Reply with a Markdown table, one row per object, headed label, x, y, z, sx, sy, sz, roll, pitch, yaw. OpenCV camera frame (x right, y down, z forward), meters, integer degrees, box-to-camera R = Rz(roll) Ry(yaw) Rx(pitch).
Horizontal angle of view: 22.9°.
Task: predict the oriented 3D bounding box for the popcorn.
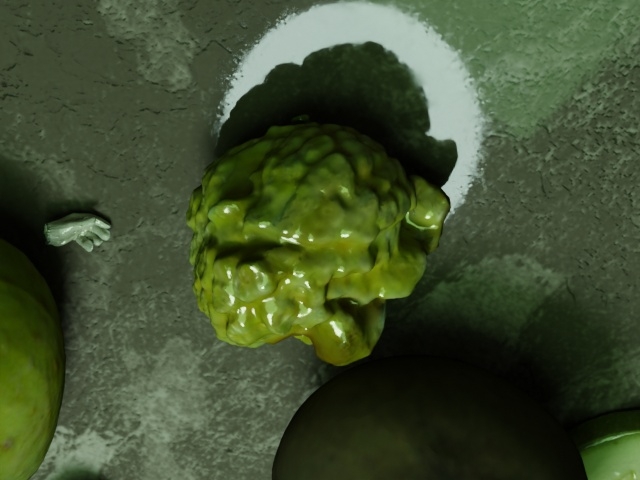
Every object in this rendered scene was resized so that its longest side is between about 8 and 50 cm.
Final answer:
| label | x | y | z | sx | sy | sz | roll | pitch | yaw |
| --- | --- | --- | --- | --- | --- | --- | --- | --- | --- |
| popcorn | 0.000 | 0.000 | 1.523 | 0.252 | 0.206 | 0.236 | 2 | 105 | -12 |

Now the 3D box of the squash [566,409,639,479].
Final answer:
| label | x | y | z | sx | sy | sz | roll | pitch | yaw |
| --- | --- | --- | --- | --- | --- | --- | --- | --- | --- |
| squash | 0.355 | 0.294 | 1.717 | 0.252 | 0.049 | 0.252 | 4 | 120 | 6 |

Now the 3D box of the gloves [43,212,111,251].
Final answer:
| label | x | y | z | sx | sy | sz | roll | pitch | yaw |
| --- | --- | --- | --- | --- | --- | --- | --- | --- | --- |
| gloves | -0.259 | -0.011 | 1.645 | 0.081 | 0.037 | 0.044 | 6 | 158 | -12 |

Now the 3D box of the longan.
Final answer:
| label | x | y | z | sx | sy | sz | roll | pitch | yaw |
| --- | --- | --- | --- | --- | --- | --- | --- | --- | --- |
| longan | 0.108 | 0.264 | 1.594 | 0.319 | 0.319 | 0.318 | 4 | 120 | 7 |

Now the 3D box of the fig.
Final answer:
| label | x | y | z | sx | sy | sz | roll | pitch | yaw |
| --- | --- | --- | --- | --- | --- | --- | --- | --- | --- |
| fig | -0.382 | 0.148 | 1.640 | 0.258 | 0.258 | 0.326 | -4 | 132 | 11 |
